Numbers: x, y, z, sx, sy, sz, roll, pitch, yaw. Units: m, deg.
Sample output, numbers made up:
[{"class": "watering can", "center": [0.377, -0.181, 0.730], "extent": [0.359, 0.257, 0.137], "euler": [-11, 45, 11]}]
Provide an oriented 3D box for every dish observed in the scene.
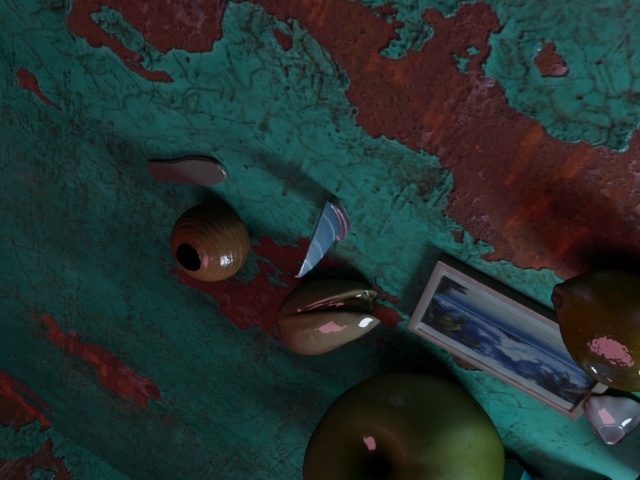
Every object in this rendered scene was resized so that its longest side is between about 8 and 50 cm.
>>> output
[{"class": "dish", "center": [0.453, 0.289, 1.513], "extent": [0.091, 0.039, 0.137], "euler": [7, 145, 12]}]

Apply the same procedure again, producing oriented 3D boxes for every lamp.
[{"class": "lamp", "center": [-0.186, 0.003, 1.647], "extent": [0.136, 0.136, 0.136], "euler": [24, 149, 16]}]

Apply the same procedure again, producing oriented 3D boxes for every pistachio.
[{"class": "pistachio", "center": [0.010, 0.127, 1.657], "extent": [0.226, 0.136, 0.136], "euler": [-19, 123, 46]}]

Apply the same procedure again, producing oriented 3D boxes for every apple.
[{"class": "apple", "center": [0.152, 0.399, 1.694], "extent": [0.357, 0.357, 0.357], "euler": [24, 149, 16]}]

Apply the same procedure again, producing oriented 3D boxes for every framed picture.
[{"class": "framed picture", "center": [0.296, 0.155, 1.508], "extent": [0.315, 0.024, 0.232], "euler": [27, 149, 9]}]

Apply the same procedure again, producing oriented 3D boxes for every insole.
[{"class": "insole", "center": [-0.224, -0.115, 1.629], "extent": [0.192, 0.010, 0.063], "euler": [4, 139, 42]}]

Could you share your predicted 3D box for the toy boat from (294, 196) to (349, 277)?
[{"class": "toy boat", "center": [0.000, 0.000, 1.468], "extent": [0.034, 0.122, 0.096], "euler": [17, 146, 29]}]

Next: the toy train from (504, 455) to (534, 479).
[{"class": "toy train", "center": [0.320, 0.486, 1.841], "extent": [0.198, 0.154, 0.107], "euler": [-3, 138, 48]}]

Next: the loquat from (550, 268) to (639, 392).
[{"class": "loquat", "center": [0.382, 0.112, 1.243], "extent": [0.195, 0.152, 0.152], "euler": [26, 151, -4]}]

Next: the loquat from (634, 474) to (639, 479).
[{"class": "loquat", "center": [0.572, 0.450, 1.503], "extent": [0.238, 0.193, 0.238], "euler": [18, 149, 12]}]

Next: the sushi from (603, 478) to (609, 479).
[{"class": "sushi", "center": [0.484, 0.541, 1.763], "extent": [0.172, 0.153, 0.150], "euler": [50, 161, -10]}]
